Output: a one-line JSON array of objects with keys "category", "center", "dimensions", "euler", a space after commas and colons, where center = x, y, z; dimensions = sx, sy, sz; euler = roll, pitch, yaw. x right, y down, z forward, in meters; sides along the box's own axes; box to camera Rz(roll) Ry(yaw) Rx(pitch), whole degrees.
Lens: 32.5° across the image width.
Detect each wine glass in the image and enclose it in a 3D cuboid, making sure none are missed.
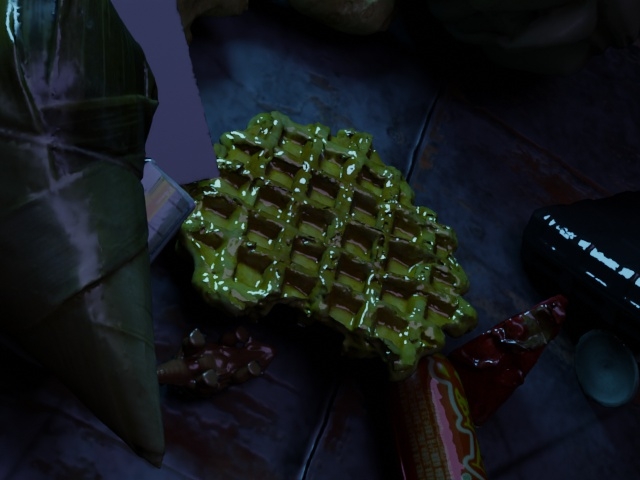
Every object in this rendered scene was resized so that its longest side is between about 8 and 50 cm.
[{"category": "wine glass", "center": [0.342, 0.104, 1.073], "dimensions": [0.195, 0.079, 0.079], "euler": [-10, 71, -35]}]

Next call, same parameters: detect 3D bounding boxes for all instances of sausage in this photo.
[{"category": "sausage", "center": [0.098, 0.195, 0.879], "dimensions": [0.083, 0.083, 0.264], "euler": [2, 64, -31]}]

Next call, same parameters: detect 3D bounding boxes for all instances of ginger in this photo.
[{"category": "ginger", "center": [-0.118, -0.307, 0.989], "dimensions": [0.348, 0.122, 0.363], "euler": [-32, 95, -47]}]

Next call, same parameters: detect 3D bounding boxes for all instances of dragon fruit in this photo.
[{"category": "dragon fruit", "center": [0.150, 0.089, 0.936], "dimensions": [0.063, 0.131, 0.097], "euler": [34, 45, -6]}]

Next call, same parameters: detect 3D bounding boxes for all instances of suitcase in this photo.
[{"category": "suitcase", "center": [0.360, 0.018, 1.082], "dimensions": [0.286, 0.066, 0.206], "euler": [-12, 36, -36]}]

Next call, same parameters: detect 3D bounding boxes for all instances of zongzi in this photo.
[{"category": "zongzi", "center": [-0.250, 0.002, 0.698], "dimensions": [0.289, 0.154, 0.317], "euler": [-8, 77, 5]}]

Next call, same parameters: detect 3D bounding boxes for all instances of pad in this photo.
[{"category": "pad", "center": [-0.211, -0.105, 0.831], "dimensions": [0.246, 0.006, 0.170], "euler": [-14, 87, -20]}]

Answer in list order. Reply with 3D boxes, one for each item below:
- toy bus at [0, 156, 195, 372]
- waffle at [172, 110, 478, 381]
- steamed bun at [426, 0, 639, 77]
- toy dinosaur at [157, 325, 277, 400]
[{"category": "toy bus", "center": [-0.165, 0.018, 0.795], "dimensions": [0.072, 0.057, 0.172], "euler": [40, 72, -12]}, {"category": "waffle", "center": [-0.001, 0.001, 0.908], "dimensions": [0.291, 0.051, 0.291], "euler": [15, 47, -17]}, {"category": "steamed bun", "center": [0.205, -0.278, 1.083], "dimensions": [0.324, 0.310, 0.219], "euler": [-6, 107, -54]}, {"category": "toy dinosaur", "center": [-0.091, 0.096, 0.828], "dimensions": [0.154, 0.055, 0.049], "euler": [-6, 72, -42]}]
